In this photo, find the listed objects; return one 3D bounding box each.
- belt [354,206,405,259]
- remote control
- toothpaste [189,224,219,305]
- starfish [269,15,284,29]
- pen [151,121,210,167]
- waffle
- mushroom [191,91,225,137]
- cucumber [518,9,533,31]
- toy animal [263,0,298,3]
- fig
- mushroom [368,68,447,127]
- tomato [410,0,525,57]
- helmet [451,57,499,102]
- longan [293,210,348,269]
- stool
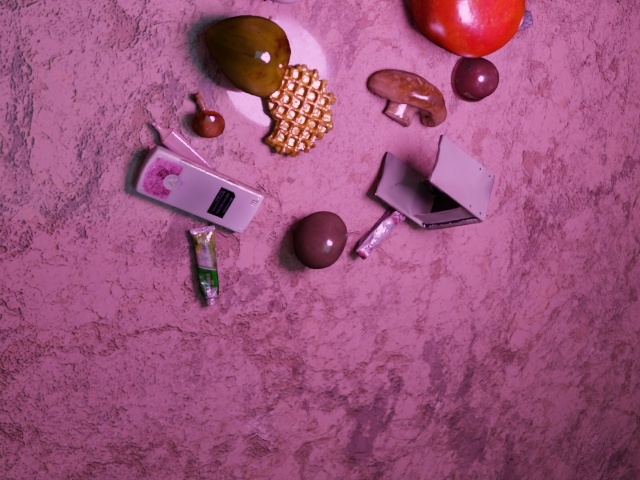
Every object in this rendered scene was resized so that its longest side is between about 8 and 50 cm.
[{"bbox_3d":[0.199,-0.034,1.925,0.232,0.071,0.053,-47,113,-9],"label":"belt"},{"bbox_3d":[-0.336,-0.138,1.626,0.344,0.050,0.145,24,110,-30],"label":"remote control"},{"bbox_3d":[-0.334,0.077,1.714,0.078,0.047,0.247,-10,108,-25],"label":"toothpaste"},{"bbox_3d":[-0.147,-0.576,1.614,0.086,0.016,0.092,17,101,-27],"label":"starfish"},{"bbox_3d":[-0.385,-0.255,1.591,0.053,0.032,0.197,-48,122,-4],"label":"pen"},{"bbox_3d":[-0.072,-0.379,1.689,0.249,0.056,0.253,-38,120,-11],"label":"waffle"},{"bbox_3d":[-0.315,-0.334,1.578,0.088,0.072,0.129,-19,114,18],"label":"mushroom"},{"bbox_3d":[0.643,-0.717,1.921,0.112,0.064,0.064,-24,115,-17],"label":"cucumber"},{"bbox_3d":[-0.094,-0.763,1.464,0.251,0.251,0.309,3,104,-27],"label":"toy animal"},{"bbox_3d":[-0.194,-0.493,1.532,0.225,0.203,0.202,18,99,5],"label":"fig"},{"bbox_3d":[0.293,-0.436,1.792,0.286,0.151,0.155,22,94,-30],"label":"mushroom"},{"bbox_3d":[0.430,-0.698,1.708,0.325,0.293,0.289,16,113,-34],"label":"tomato"},{"bbox_3d":[0.528,-0.523,1.906,0.175,0.106,0.155,27,94,-34],"label":"helmet"},{"bbox_3d":[0.000,0.000,1.781,0.189,0.189,0.189,-8,109,-24],"label":"longan"},{"bbox_3d":[0.359,-0.171,1.827,0.270,0.244,0.170,29,68,-30],"label":"stool"}]
